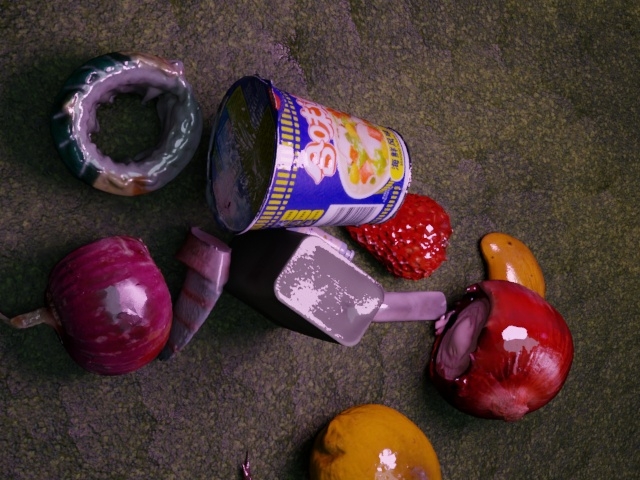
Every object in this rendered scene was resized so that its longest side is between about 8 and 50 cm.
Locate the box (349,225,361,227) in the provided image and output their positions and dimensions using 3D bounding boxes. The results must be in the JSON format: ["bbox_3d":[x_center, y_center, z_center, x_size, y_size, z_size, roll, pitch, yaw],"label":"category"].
[{"bbox_3d":[-0.017,-0.161,1.363,0.252,0.153,0.188,22,84,-24],"label":"box"}]

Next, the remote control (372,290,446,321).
[{"bbox_3d":[0.213,0.162,1.536,0.229,0.044,0.073,1,88,-24],"label":"remote control"}]

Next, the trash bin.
[{"bbox_3d":[-0.052,0.089,1.250,0.223,0.343,0.158,38,79,-22],"label":"trash bin"}]

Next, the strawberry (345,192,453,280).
[{"bbox_3d":[0.173,-0.024,1.458,0.245,0.205,0.205,19,83,-2],"label":"strawberry"}]

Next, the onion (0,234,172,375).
[{"bbox_3d":[-0.386,0.125,1.162,0.256,0.230,0.272,49,65,-18],"label":"onion"}]

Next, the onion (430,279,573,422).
[{"bbox_3d":[0.429,0.264,1.492,0.342,0.341,0.341,-1,92,-25],"label":"onion"}]

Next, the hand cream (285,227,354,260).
[{"bbox_3d":[0.000,0.000,1.434,0.171,0.043,0.065,29,83,-21],"label":"hand cream"}]

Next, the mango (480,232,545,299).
[{"bbox_3d":[0.500,0.097,1.632,0.157,0.109,0.262,-26,100,-18],"label":"mango"}]

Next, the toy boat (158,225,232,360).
[{"bbox_3d":[-0.262,0.126,1.248,0.096,0.206,0.282,20,98,-35],"label":"toy boat"}]

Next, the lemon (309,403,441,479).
[{"bbox_3d":[0.117,0.507,1.377,0.297,0.297,0.296,-1,92,-25],"label":"lemon"}]

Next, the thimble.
[{"bbox_3d":[-0.361,-0.223,1.194,0.254,0.167,0.288,43,76,-21],"label":"thimble"}]

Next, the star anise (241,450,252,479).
[{"bbox_3d":[-0.153,0.564,1.369,0.144,0.158,0.140,39,62,13],"label":"star anise"}]

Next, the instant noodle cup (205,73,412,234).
[{"bbox_3d":[-0.011,-0.136,1.149,0.313,0.284,0.284,4,90,-33],"label":"instant noodle cup"}]
